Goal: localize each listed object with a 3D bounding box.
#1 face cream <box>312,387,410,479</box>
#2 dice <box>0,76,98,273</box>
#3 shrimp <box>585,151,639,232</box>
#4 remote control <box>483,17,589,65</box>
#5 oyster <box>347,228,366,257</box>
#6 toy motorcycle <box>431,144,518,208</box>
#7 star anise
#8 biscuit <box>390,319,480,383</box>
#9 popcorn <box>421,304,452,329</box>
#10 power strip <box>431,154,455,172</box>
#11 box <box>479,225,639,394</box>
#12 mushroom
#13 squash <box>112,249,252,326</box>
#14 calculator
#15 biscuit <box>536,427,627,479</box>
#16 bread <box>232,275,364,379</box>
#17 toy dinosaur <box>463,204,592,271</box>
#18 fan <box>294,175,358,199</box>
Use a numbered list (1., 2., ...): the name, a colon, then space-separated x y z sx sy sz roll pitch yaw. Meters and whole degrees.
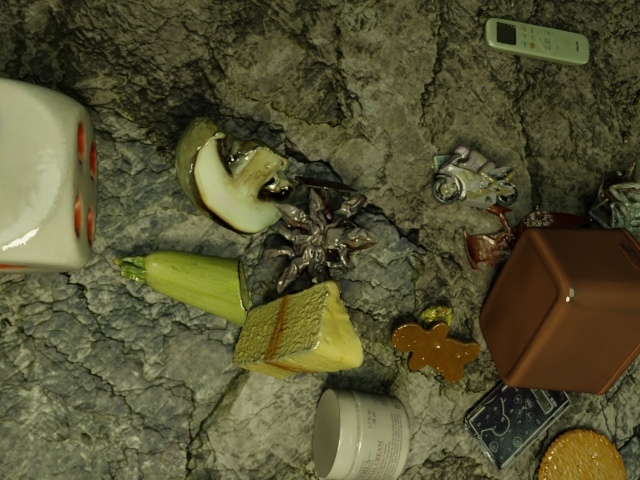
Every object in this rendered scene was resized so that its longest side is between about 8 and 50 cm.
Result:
1. face cream: 0.081 0.397 1.136 0.153 0.177 0.177 11 80 -14
2. dice: -0.574 -0.101 0.981 0.304 0.277 0.304 1 81 -12
3. shrimp: 0.737 -0.035 1.395 0.221 0.166 0.410 37 88 -42
4. remote control: 0.570 -0.522 1.469 0.310 0.038 0.090 6 81 -14
5. oyster: 0.047 0.006 1.242 0.148 0.051 0.103 1 69 17
6. toy motorcycle: 0.364 -0.154 1.326 0.225 0.073 0.152 0 76 -14
7. star anise: -0.004 -0.001 1.166 0.212 0.129 0.283 43 88 16
8. biscuit: 0.252 0.239 1.257 0.205 0.031 0.138 23 110 -12
9. popcorn: 0.270 0.185 1.280 0.068 0.059 0.083 31 92 -22
10. power strip: 0.315 -0.189 1.365 0.090 0.016 0.040 -8 84 -16
11. box: 0.521 0.149 1.195 0.229 0.339 0.239 4 40 -11
12. mushroom: -0.194 -0.136 1.148 0.267 0.164 0.189 17 104 -46
13. squash: -0.265 0.064 1.130 0.287 0.137 0.137 21 77 -2
14. calculator: 0.471 0.402 1.319 0.274 0.028 0.165 -36 93 -17
15. biscuit: 0.628 0.579 1.334 0.254 0.035 0.254 2 83 -16
16. bread: -0.053 0.198 1.089 0.142 0.266 0.178 -40 101 -45
17. toy dinosaur: 0.489 -0.002 1.337 0.327 0.113 0.206 7 78 -15
18. fan: 0.023 -0.112 1.177 0.132 0.220 0.009 4 105 -17
